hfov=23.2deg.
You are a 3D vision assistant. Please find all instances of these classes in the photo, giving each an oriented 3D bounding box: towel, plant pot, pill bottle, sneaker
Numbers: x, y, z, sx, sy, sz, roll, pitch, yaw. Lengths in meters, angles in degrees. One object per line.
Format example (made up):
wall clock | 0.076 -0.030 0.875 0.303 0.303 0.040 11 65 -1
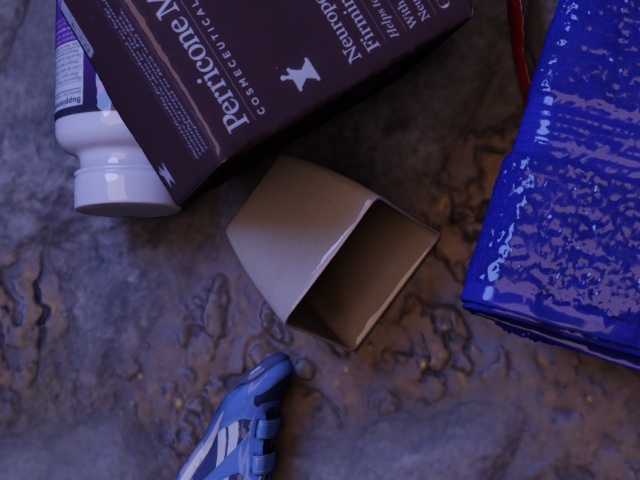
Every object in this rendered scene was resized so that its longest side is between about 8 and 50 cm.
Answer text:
towel | 0.244 -0.062 1.037 0.228 0.076 0.308 16 79 13
plant pot | 0.000 0.000 1.108 0.096 0.109 0.109 40 96 31
pill bottle | -0.143 -0.117 1.161 0.108 0.108 0.193 -3 83 17
sneaker | -0.052 0.148 1.131 0.059 0.053 0.144 34 103 19

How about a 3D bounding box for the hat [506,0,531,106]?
hat | 0.105 -0.228 1.142 0.173 0.183 0.208 7 47 21

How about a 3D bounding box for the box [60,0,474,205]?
box | -0.041 -0.153 1.048 0.203 0.167 0.168 -32 91 -17
